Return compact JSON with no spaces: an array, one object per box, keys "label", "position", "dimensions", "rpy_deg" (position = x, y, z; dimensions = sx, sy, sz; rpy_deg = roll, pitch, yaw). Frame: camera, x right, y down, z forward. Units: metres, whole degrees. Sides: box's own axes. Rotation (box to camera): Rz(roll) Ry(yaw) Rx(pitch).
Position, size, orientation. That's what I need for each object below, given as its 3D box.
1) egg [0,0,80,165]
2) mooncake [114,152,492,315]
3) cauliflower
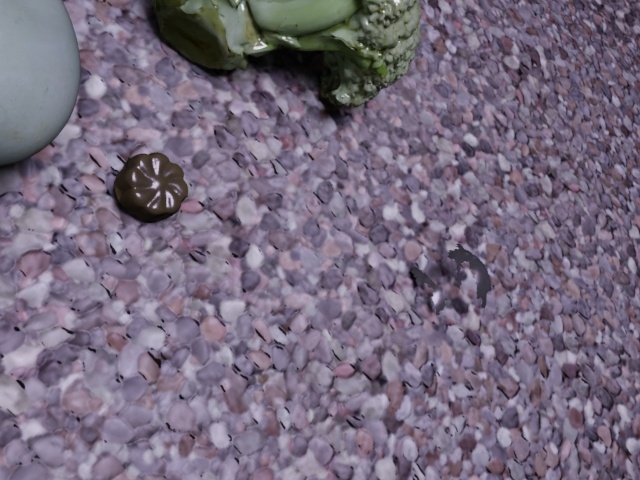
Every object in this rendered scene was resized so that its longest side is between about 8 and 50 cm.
[{"label":"egg","position":[-0.247,-0.138,0.408],"dimensions":[0.149,0.149,0.192],"rpy_deg":[-36,86,-35]},{"label":"mooncake","position":[-0.005,0.001,0.560],"dimensions":[0.347,0.057,0.150],"rpy_deg":[-1,85,-24]},{"label":"cauliflower","position":[-0.037,-0.255,0.544],"dimensions":[0.250,0.272,0.275],"rpy_deg":[-37,76,-4]}]
